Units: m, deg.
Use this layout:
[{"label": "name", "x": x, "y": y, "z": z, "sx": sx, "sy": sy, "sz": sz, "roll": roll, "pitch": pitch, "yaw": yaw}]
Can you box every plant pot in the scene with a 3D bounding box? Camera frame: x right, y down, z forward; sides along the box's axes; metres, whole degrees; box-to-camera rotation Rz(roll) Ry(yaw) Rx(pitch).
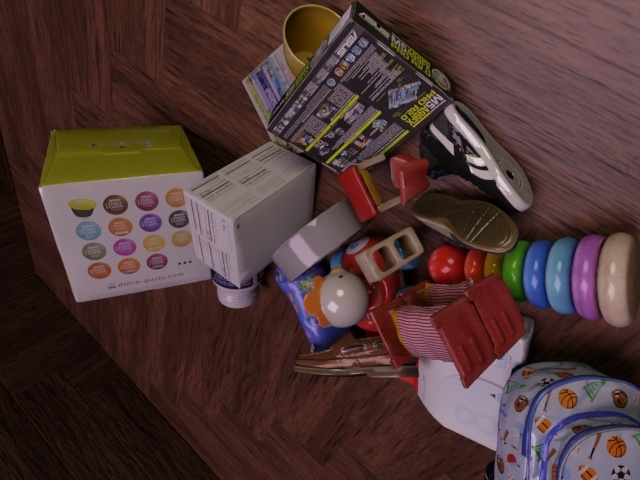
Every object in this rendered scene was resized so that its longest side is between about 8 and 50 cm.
[{"label": "plant pot", "x": -0.015, "y": -0.356, "z": 0.778, "sx": 0.134, "sy": 0.134, "sz": 0.095, "roll": 56, "pitch": 159, "yaw": 0}]

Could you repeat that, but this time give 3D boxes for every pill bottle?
[{"label": "pill bottle", "x": -0.237, "y": 0.055, "z": 1.168, "sx": 0.153, "sy": 0.153, "sz": 0.265, "roll": 25, "pitch": 127, "yaw": 27}]

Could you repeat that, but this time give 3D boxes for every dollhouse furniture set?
[{"label": "dollhouse furniture set", "x": 0.146, "y": 0.029, "z": 0.690, "sx": 0.374, "sy": 0.152, "sz": 0.201, "roll": 63, "pitch": 156, "yaw": -1}]

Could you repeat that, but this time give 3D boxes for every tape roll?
[{"label": "tape roll", "x": 0.000, "y": 0.000, "z": 0.890, "sx": 0.072, "sy": 0.219, "sz": 0.219, "roll": 52, "pitch": 135, "yaw": 4}]

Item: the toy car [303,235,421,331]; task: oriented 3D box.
[{"label": "toy car", "x": 0.062, "y": 0.095, "z": 0.848, "sx": 0.219, "sy": 0.238, "sz": 0.210, "roll": -15, "pitch": 80, "yaw": 48}]

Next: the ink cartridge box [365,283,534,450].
[{"label": "ink cartridge box", "x": 0.250, "y": 0.264, "z": 0.925, "sx": 0.385, "sy": 0.091, "sz": 0.308, "roll": 13, "pitch": 121, "yaw": 33}]

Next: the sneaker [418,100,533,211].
[{"label": "sneaker", "x": 0.258, "y": -0.121, "z": 0.713, "sx": 0.217, "sy": 0.079, "sz": 0.121, "roll": 57, "pitch": 139, "yaw": 10}]

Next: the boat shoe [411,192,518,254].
[{"label": "boat shoe", "x": 0.259, "y": -0.026, "z": 0.729, "sx": 0.073, "sy": 0.080, "sz": 0.223, "roll": 41, "pitch": 175, "yaw": -36}]

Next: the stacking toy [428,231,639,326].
[{"label": "stacking toy", "x": 0.342, "y": 0.057, "z": 0.711, "sx": 0.330, "sy": 0.141, "sz": 0.141, "roll": 1, "pitch": 114, "yaw": 47}]

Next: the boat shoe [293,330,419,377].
[{"label": "boat shoe", "x": 0.079, "y": 0.267, "z": 0.963, "sx": 0.307, "sy": 0.110, "sz": 0.104, "roll": -8, "pitch": 71, "yaw": 23}]

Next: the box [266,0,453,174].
[{"label": "box", "x": 0.060, "y": -0.240, "z": 0.733, "sx": 0.216, "sy": 0.060, "sz": 0.270, "roll": 26, "pitch": 143, "yaw": -23}]

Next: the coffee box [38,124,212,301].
[{"label": "coffee box", "x": -0.503, "y": -0.094, "z": 1.098, "sx": 0.338, "sy": 0.337, "sz": 0.334, "roll": -126, "pitch": 34, "yaw": -47}]

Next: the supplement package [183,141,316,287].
[{"label": "supplement package", "x": -0.148, "y": -0.064, "z": 0.931, "sx": 0.145, "sy": 0.262, "sz": 0.204, "roll": 31, "pitch": 140, "yaw": 24}]

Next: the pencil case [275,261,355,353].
[{"label": "pencil case", "x": -0.012, "y": 0.176, "z": 1.067, "sx": 0.306, "sy": 0.133, "sz": 0.119, "roll": 66, "pitch": 160, "yaw": -9}]

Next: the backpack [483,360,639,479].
[{"label": "backpack", "x": 0.428, "y": 0.345, "z": 0.688, "sx": 0.213, "sy": 0.276, "sz": 0.263, "roll": 145, "pitch": 123, "yaw": -79}]

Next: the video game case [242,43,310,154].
[{"label": "video game case", "x": -0.067, "y": -0.306, "z": 0.911, "sx": 0.193, "sy": 0.023, "sz": 0.212, "roll": -19, "pitch": 102, "yaw": 44}]
